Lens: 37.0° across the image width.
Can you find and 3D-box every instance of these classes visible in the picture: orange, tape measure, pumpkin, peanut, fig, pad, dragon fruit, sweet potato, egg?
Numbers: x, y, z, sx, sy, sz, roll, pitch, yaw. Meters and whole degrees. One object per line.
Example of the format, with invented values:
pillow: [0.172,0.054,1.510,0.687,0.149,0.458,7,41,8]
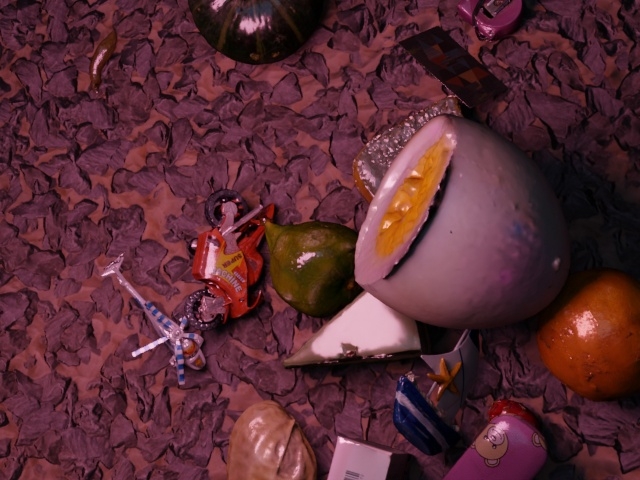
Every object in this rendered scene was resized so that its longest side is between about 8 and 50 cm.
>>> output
orange: [0.507,0.168,1.722,0.240,0.240,0.240,-3,77,11]
tape measure: [0.358,-0.475,1.986,0.125,0.074,0.118,-44,73,2]
pumpkin: [-0.136,-0.519,2.038,0.300,0.207,0.300,0,81,-2]
peanut: [-0.097,0.478,1.827,0.174,0.158,0.340,7,82,-17]
fig: [-0.027,0.031,1.909,0.203,0.203,0.235,-48,54,-2]
pad: [0.273,-0.360,1.967,0.211,0.003,0.143,46,49,17]
dragon fruit: [0.379,0.382,1.783,0.094,0.094,0.191,-25,82,5]
sweet potato: [-0.500,-0.408,2.174,0.041,0.038,0.153,11,81,37]
egg: [0.278,-0.003,1.683,0.339,0.354,0.355,26,83,-14]

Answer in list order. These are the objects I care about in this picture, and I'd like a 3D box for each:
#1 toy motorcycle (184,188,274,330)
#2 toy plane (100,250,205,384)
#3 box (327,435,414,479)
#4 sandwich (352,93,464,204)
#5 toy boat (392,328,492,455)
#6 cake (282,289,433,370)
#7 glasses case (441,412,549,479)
toy motorcycle: [-0.184,0.046,1.952,0.171,0.089,0.298,16,76,-22]
toy plane: [-0.342,0.164,1.956,0.273,0.107,0.182,28,69,5]
box: [0.078,0.463,1.711,0.106,0.299,0.200,14,80,14]
sandwich: [0.226,-0.109,1.917,0.271,0.099,0.301,-30,75,1]
toy boat: [0.242,0.256,1.811,0.067,0.220,0.291,4,52,46]
cake: [0.063,0.160,1.866,0.283,0.158,0.172,-9,75,13]
glasses case: [0.289,0.451,1.744,0.123,0.076,0.316,39,111,13]
